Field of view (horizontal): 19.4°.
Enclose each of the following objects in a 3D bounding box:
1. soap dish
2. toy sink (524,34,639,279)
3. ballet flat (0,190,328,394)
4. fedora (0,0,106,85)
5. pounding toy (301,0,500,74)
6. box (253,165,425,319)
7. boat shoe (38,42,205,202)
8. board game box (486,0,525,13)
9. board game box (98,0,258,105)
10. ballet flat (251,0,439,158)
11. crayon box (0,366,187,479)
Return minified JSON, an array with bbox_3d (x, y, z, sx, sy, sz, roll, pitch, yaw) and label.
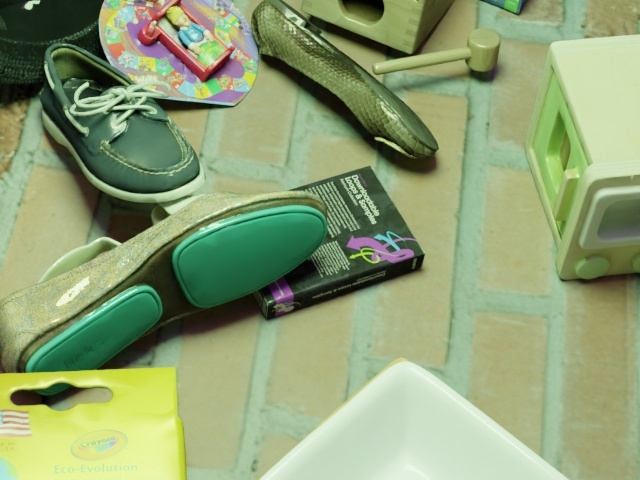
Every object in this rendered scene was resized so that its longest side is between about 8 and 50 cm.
[{"bbox_3d":[0.094,0.255,1.487,0.291,0.118,0.229,38,57,22],"label":"soap dish"},{"bbox_3d":[0.281,-0.054,1.735,0.131,0.152,0.234,-6,53,-11],"label":"toy sink"},{"bbox_3d":[-0.147,0.019,1.649,0.316,0.107,0.106,-26,46,-16],"label":"ballet flat"},{"bbox_3d":[-0.325,-0.304,1.839,0.152,0.334,0.334,6,41,44],"label":"fedora"},{"bbox_3d":[0.092,-0.248,1.888,0.206,0.094,0.181,23,42,12],"label":"pounding toy"},{"bbox_3d":[0.000,0.000,1.740,0.162,0.029,0.116,-18,56,-18],"label":"box"},{"bbox_3d":[-0.186,-0.113,1.727,0.095,0.079,0.254,-18,33,-22],"label":"boat shoe"},{"bbox_3d":[0.148,-0.330,2.016,0.201,0.035,0.136,22,52,12],"label":"board game box"},{"bbox_3d":[-0.133,-0.202,1.847,0.169,0.033,0.133,4,62,-25],"label":"board game box"},{"bbox_3d":[0.017,-0.153,1.848,0.250,0.084,0.058,43,99,22],"label":"ballet flat"},{"bbox_3d":[-0.202,0.252,1.482,0.202,0.081,0.318,-1,52,-7],"label":"crayon box"}]
